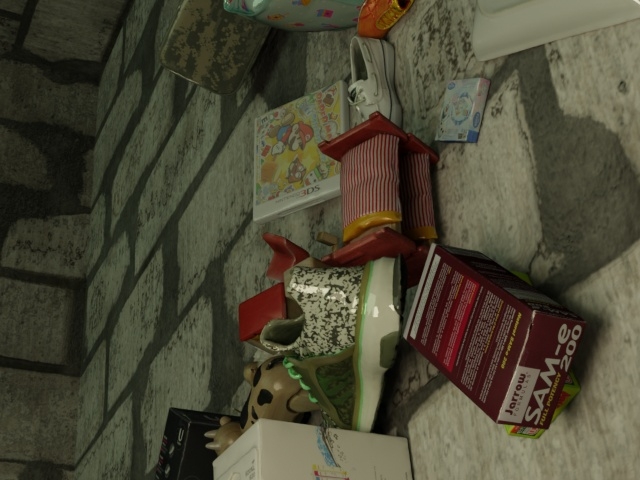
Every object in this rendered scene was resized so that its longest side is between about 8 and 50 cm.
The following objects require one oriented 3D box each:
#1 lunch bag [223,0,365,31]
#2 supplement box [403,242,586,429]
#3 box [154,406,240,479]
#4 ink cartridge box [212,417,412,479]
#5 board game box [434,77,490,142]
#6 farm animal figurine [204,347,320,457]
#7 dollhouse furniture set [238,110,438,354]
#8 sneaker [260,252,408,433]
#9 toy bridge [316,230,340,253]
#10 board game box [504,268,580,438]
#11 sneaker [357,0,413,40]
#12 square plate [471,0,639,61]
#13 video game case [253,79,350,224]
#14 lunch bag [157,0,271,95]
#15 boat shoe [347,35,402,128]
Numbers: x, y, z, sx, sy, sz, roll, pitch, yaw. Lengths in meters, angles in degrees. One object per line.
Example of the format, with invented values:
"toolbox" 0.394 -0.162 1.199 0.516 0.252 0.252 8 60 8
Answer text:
"lunch bag" -0.031 -0.457 1.829 0.262 0.223 0.160 -150 67 -64
"supplement box" 0.188 0.101 1.150 0.239 0.073 0.130 -137 61 -64
"box" -0.210 0.459 1.860 0.143 0.165 0.270 4 83 66
"ink cartridge box" -0.012 0.362 1.381 0.171 0.232 0.168 -50 36 47
"board game box" 0.200 -0.183 1.436 0.090 0.020 0.090 15 93 67
"farm animal figurine" -0.088 0.324 1.644 0.330 0.172 0.327 43 118 63
"dollhouse furniture set" 0.000 0.000 1.497 0.374 0.152 0.201 -28 51 35
"sneaker" 0.007 0.153 1.416 0.410 0.182 0.158 100 -177 -47
"toy bridge" 0.005 0.082 1.685 0.026 0.063 0.188 -22 50 61
"board game box" 0.231 0.130 1.188 0.092 0.043 0.181 -60 30 34
"sneaker" 0.112 -0.386 1.674 0.067 0.064 0.175 -96 29 -42
"square plate" 0.303 -0.420 1.276 0.347 0.049 0.344 0 79 64
"video game case" -0.036 -0.159 1.832 0.206 0.026 0.227 -19 57 31
"lunch bag" -0.206 -0.512 2.266 0.256 0.212 0.305 -85 22 -60
"boat shoe" 0.078 -0.235 1.661 0.083 0.076 0.226 -48 38 49
